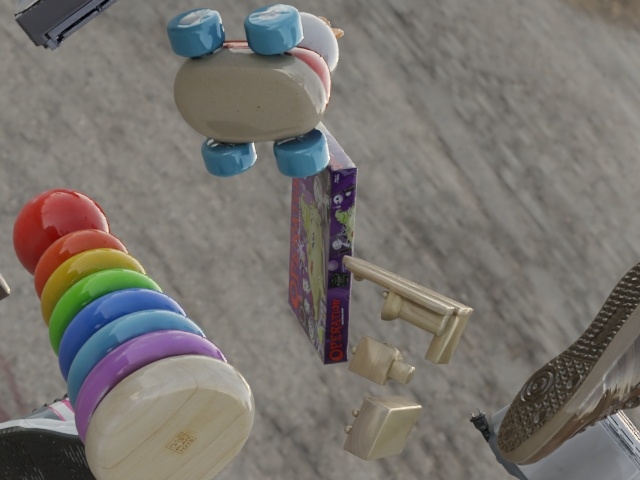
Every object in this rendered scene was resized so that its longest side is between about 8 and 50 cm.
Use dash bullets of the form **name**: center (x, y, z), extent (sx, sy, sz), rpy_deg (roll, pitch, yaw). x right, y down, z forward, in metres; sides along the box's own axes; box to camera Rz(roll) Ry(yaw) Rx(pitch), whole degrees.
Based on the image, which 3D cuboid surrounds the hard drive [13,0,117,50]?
- **hard drive**: center (-0.247, -0.353, 1.618), extent (0.064, 0.237, 0.339), rpy_deg (51, 8, -27)

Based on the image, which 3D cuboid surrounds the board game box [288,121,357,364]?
- **board game box**: center (0.000, 0.000, 2.225), extent (0.208, 0.056, 0.346), rpy_deg (-117, -155, -59)

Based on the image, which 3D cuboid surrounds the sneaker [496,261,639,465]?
- **sneaker**: center (0.210, 0.100, 0.997), extent (0.071, 0.188, 0.066), rpy_deg (43, -3, -18)

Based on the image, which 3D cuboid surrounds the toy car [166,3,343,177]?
- **toy car**: center (-0.063, -0.235, 1.851), extent (0.238, 0.210, 0.219), rpy_deg (-59, 143, -50)

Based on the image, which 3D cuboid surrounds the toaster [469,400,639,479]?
- **toaster**: center (0.304, 0.251, 1.682), extent (0.227, 0.146, 0.129), rpy_deg (50, 9, -5)

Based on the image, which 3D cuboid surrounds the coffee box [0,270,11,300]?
- **coffee box**: center (-0.324, -0.053, 0.825), extent (0.297, 0.168, 0.119), rpy_deg (54, -8, 38)

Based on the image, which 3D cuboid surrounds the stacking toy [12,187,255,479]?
- **stacking toy**: center (-0.180, 0.062, 1.191), extent (0.141, 0.141, 0.330), rpy_deg (33, 15, -45)

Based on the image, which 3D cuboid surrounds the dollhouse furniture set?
- **dollhouse furniture set**: center (0.040, 0.104, 1.281), extent (0.123, 0.151, 0.144), rpy_deg (25, 3, 19)

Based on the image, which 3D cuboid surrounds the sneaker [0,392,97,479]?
- **sneaker**: center (-0.305, 0.222, 1.794), extent (0.178, 0.296, 0.123), rpy_deg (-109, -166, -61)
